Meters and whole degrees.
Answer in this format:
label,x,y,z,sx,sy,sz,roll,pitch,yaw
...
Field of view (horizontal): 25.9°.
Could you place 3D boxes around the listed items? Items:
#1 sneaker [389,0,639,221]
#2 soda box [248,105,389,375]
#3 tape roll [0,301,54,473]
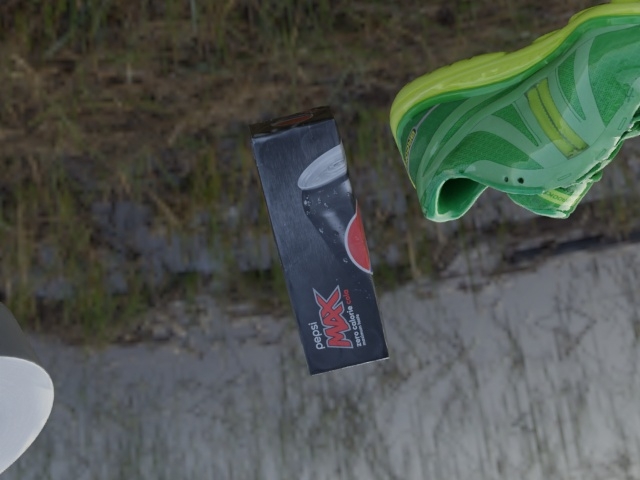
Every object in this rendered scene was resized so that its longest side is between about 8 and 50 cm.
label,x,y,z,sx,sy,sz,roll,pitch,yaw
sneaker,0.174,-0.080,0.927,0.109,0.123,0.296,1,167,-42
soda box,0.000,0.000,0.925,0.060,0.168,0.053,-14,-165,1
tape roll,-0.319,0.136,1.069,0.219,0.072,0.219,-29,152,-17
